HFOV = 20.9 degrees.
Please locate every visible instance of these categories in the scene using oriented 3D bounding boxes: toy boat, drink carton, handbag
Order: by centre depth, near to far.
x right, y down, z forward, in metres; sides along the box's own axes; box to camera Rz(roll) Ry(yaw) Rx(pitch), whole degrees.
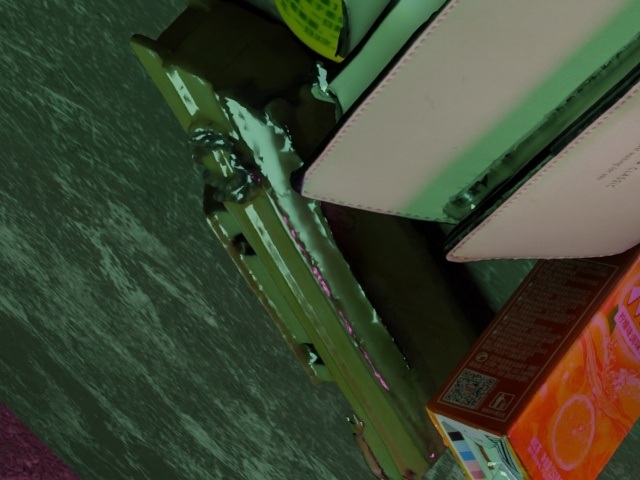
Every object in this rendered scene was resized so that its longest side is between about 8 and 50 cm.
[{"bbox_3d":[0.147,-0.108,0.856,0.237,0.160,0.358,10,161,-15],"label":"handbag"},{"bbox_3d":[0.167,0.059,1.077,0.071,0.223,0.096,14,144,46],"label":"drink carton"},{"bbox_3d":[0.000,0.000,1.346,0.162,0.136,0.445,4,133,46],"label":"toy boat"}]

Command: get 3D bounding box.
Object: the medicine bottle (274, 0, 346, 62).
[{"bbox_3d":[0.038,-0.200,0.989,0.111,0.076,0.309,27,155,2],"label":"medicine bottle"}]
